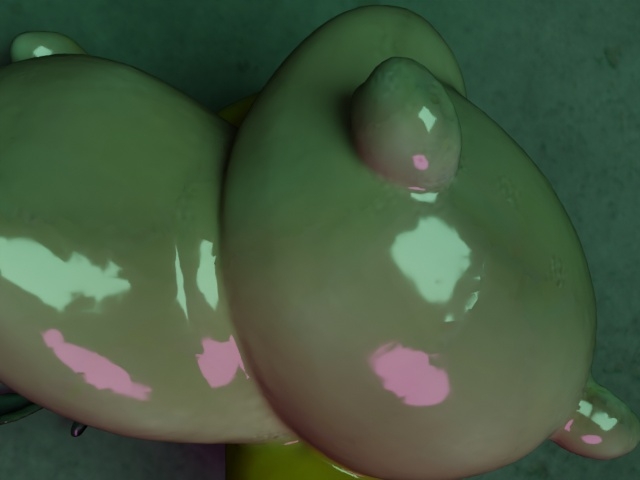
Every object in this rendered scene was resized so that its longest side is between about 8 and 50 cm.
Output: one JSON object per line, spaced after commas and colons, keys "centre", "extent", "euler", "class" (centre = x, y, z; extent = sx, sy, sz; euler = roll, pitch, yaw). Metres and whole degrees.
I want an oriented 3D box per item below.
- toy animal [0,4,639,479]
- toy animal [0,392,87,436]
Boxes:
{"centre": [0.003, -0.018, 0.607], "extent": [0.345, 0.246, 0.278], "euler": [40, 44, -21], "class": "toy animal"}
{"centre": [-0.093, 0.058, 0.708], "extent": [0.202, 0.070, 0.105], "euler": [1, 102, -36], "class": "toy animal"}
